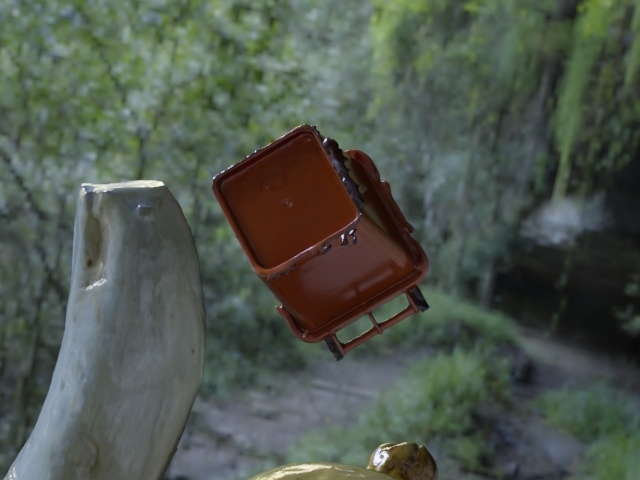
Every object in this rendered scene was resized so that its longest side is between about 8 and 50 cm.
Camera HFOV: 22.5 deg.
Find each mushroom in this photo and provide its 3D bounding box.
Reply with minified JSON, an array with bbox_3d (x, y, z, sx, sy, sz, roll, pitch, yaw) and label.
[{"bbox_3d":[-0.156,0.126,1.080,0.122,0.351,0.095,25,16,21],"label":"mushroom"}]

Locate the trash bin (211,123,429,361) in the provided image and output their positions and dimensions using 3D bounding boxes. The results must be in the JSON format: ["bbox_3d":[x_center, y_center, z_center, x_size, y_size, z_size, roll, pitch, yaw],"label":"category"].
[{"bbox_3d":[0.000,0.000,1.539,0.161,0.184,0.238,-30,-16,5],"label":"trash bin"}]

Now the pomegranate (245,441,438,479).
[{"bbox_3d":[0.014,0.394,1.754,0.410,0.410,0.410,11,5,-1],"label":"pomegranate"}]
